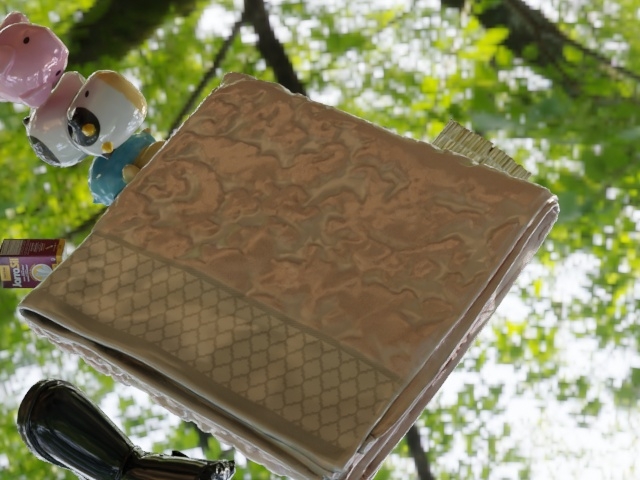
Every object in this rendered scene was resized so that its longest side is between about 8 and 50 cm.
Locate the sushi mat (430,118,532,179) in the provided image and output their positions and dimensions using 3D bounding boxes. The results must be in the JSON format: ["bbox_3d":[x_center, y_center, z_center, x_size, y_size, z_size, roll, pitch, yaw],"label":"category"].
[{"bbox_3d":[0.146,-0.020,1.925,0.151,0.316,0.019,34,-161,-20],"label":"sushi mat"}]

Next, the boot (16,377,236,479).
[{"bbox_3d":[-0.210,0.252,1.570,0.207,0.246,0.094,6,-123,31],"label":"boot"}]

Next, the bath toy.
[{"bbox_3d":[-0.301,-0.164,1.385,0.151,0.348,0.129,-29,-146,30],"label":"bath toy"}]

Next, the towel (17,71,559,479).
[{"bbox_3d":[-0.027,0.015,1.083,0.332,0.053,0.317,24,-122,25],"label":"towel"}]

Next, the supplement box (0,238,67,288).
[{"bbox_3d":[-0.375,0.030,1.771,0.083,0.055,0.043,-1,-146,-1],"label":"supplement box"}]

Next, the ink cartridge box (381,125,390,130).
[{"bbox_3d":[0.000,0.000,1.365,0.311,0.186,0.065,-23,-135,36],"label":"ink cartridge box"}]
